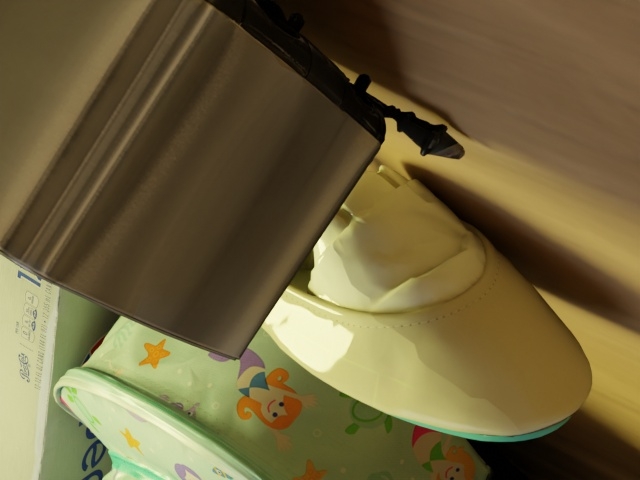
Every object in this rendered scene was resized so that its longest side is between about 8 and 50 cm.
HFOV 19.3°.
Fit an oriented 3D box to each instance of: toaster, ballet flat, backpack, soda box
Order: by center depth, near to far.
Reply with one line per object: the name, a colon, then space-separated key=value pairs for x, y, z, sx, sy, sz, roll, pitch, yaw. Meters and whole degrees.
toaster: x=-0.076 y=-0.051 z=0.616 sx=0.185 sy=0.110 sz=0.168 roll=31 pitch=180 yaw=24
ballet flat: x=0.000 y=0.000 z=0.743 sx=0.248 sy=0.086 sz=0.086 roll=25 pitch=161 yaw=40
backpack: x=-0.015 y=0.123 z=0.954 sx=0.225 sy=0.191 sz=0.253 roll=22 pitch=154 yaw=46
soda box: x=-0.160 y=0.086 z=1.046 sx=0.098 sy=0.091 sz=0.286 roll=28 pitch=128 yaw=24
